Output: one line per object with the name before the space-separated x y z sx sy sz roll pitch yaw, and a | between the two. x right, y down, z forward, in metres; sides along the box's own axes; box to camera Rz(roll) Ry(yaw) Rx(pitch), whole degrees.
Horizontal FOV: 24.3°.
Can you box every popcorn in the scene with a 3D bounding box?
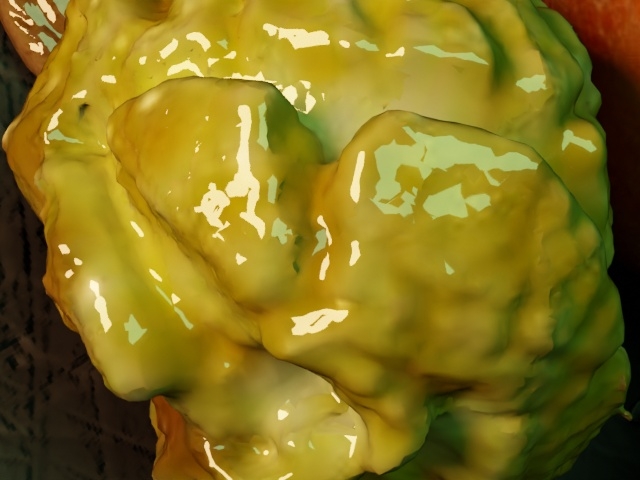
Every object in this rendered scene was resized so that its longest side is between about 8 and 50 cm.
popcorn | 0.009 0.003 0.646 0.247 0.282 0.282 -17 80 7

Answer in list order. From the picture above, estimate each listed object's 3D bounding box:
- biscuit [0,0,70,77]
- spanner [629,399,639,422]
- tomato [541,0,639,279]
biscuit | -0.042 -0.163 0.805 0.290 0.041 0.208 -27 87 -30
spanner | 0.291 0.092 0.900 0.254 0.015 0.054 -10 76 -29
tomato | 0.166 -0.123 0.782 0.143 0.338 0.338 -9 74 10
